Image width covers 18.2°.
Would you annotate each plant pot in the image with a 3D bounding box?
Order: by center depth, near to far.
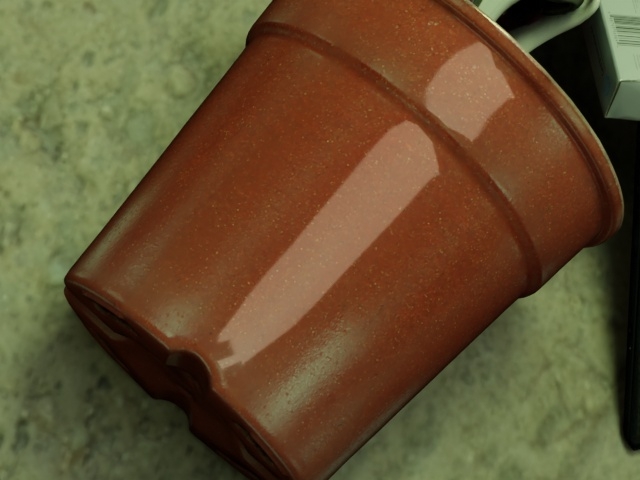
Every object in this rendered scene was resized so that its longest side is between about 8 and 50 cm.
[{"bbox_3d":[0.000,0.000,1.240,0.272,0.272,0.265,43,75,-5],"label":"plant pot"}]

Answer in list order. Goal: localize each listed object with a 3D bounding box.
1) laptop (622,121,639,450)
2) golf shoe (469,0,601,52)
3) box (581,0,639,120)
[{"bbox_3d":[0.354,-0.095,1.502,0.382,0.236,0.408,-6,108,-19],"label":"laptop"},{"bbox_3d":[0.164,-0.203,1.292,0.273,0.120,0.105,-49,134,9],"label":"golf shoe"},{"bbox_3d":[0.269,-0.136,1.339,0.186,0.038,0.145,3,48,-11],"label":"box"}]
